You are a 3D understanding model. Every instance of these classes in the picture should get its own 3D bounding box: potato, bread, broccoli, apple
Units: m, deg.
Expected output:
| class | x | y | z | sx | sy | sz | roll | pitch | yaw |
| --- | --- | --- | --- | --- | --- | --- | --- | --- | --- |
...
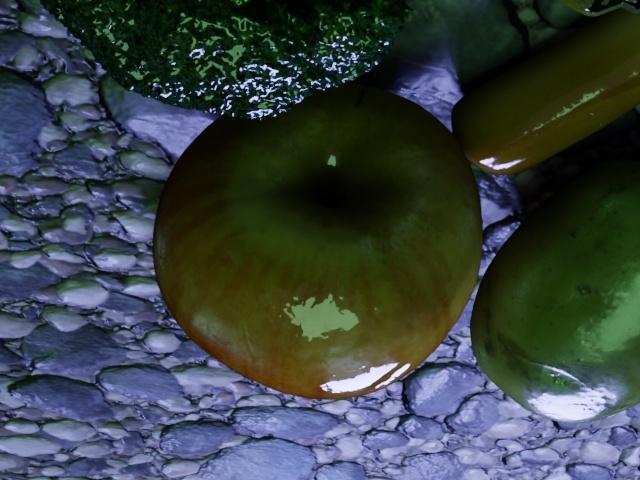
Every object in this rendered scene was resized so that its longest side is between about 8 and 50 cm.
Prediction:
| class | x | y | z | sx | sy | sz | roll | pitch | yaw |
| --- | --- | --- | --- | --- | --- | --- | --- | --- | --- |
| potato | 0.265 | 0.050 | 1.459 | 0.216 | 0.216 | 0.304 | 18 | 143 | -23 |
| bread | 0.221 | -0.130 | 1.319 | 0.239 | 0.074 | 0.092 | -31 | 129 | 34 |
| broccoli | -0.054 | -0.226 | 1.051 | 0.297 | 0.297 | 0.297 | 18 | 115 | -23 |
| apple | 0.000 | 0.000 | 1.337 | 0.286 | 0.286 | 0.233 | 1 | 151 | -2 |

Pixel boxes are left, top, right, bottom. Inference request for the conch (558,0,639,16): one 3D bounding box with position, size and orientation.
| class | x | y | z | sx | sy | sz | roll | pitch | yaw |
| --- | --- | --- | --- | --- | --- | --- | --- | --- | --- |
| conch | 0.205 | -0.225 | 1.195 | 0.200 | 0.079 | 0.095 | 25 | 119 | -18 |
